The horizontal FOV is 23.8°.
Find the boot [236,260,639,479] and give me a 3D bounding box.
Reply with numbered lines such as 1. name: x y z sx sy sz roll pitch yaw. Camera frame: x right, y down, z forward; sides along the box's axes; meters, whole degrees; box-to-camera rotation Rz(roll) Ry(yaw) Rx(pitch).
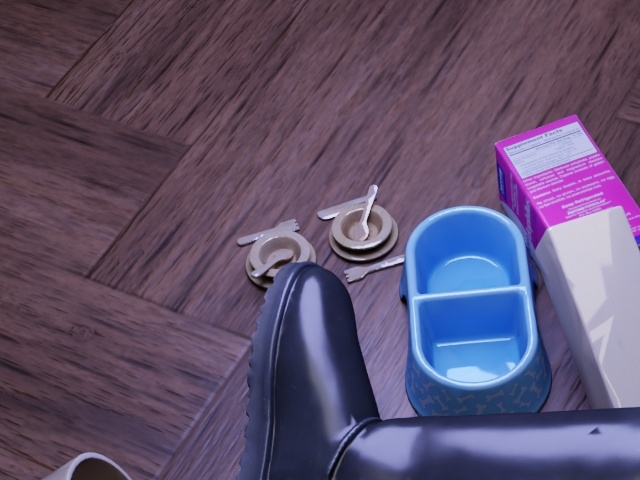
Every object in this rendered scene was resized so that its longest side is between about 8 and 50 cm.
1. boot: 0.147 0.186 1.514 0.445 0.146 0.367 -4 66 27

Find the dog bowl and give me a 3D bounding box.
1. dog bowl: 0.172 0.080 1.729 0.166 0.074 0.297 -6 48 6

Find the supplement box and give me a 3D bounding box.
1. supplement box: 0.298 -0.026 1.774 0.114 0.111 0.220 -19 48 -5

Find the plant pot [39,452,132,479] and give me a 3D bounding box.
1. plant pot: -0.297 0.377 1.463 0.274 0.256 0.256 -25 47 10

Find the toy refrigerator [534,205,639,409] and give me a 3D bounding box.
1. toy refrigerator: 0.318 0.110 1.583 0.094 0.102 0.270 -18 75 -5

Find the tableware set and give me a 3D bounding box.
1. tableware set: 0.000 0.000 1.854 0.194 0.039 0.128 -19 48 -7
